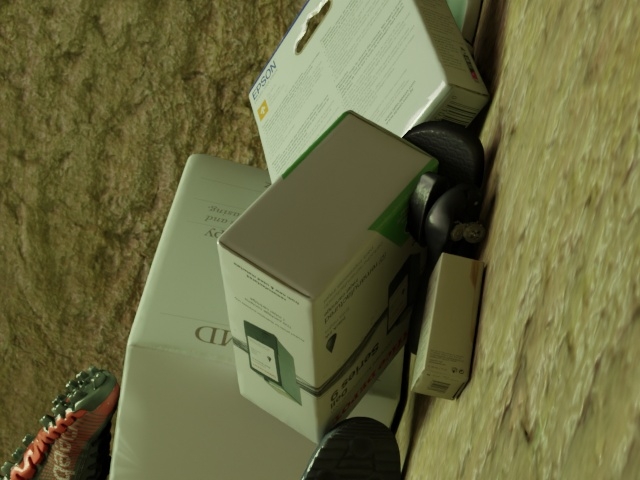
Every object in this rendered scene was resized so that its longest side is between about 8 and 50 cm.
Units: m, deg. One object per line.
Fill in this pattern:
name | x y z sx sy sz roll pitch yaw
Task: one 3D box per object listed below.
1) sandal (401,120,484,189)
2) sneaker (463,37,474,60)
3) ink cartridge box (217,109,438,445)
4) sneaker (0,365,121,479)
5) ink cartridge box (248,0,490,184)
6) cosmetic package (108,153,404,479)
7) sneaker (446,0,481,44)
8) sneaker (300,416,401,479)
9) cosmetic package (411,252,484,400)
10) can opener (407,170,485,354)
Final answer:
sandal | 0.114 -0.051 1.298 0.054 0.097 0.254 -48 -12 -28
sneaker | 0.143 -0.148 1.480 0.211 0.080 0.081 104 157 -43
ink cartridge box | 0.013 0.046 1.278 0.211 0.121 0.289 -48 -25 -27
sneaker | -0.311 0.270 1.595 0.276 0.135 0.098 -49 5 35
ink cartridge box | 0.042 -0.171 1.475 0.324 0.071 0.330 -52 38 36
cosmetic package | -0.072 0.151 1.644 0.394 0.329 0.327 -81 4 -51
sneaker | 0.119 -0.270 1.592 0.094 0.151 0.256 104 179 -75
sneaker | 0.009 0.330 1.350 0.131 0.112 0.319 -105 30 -80
cosmetic package | 0.112 0.076 1.091 0.060 0.041 0.115 106 177 -64
can opener | 0.117 0.027 1.173 0.073 0.059 0.186 -132 40 -55
